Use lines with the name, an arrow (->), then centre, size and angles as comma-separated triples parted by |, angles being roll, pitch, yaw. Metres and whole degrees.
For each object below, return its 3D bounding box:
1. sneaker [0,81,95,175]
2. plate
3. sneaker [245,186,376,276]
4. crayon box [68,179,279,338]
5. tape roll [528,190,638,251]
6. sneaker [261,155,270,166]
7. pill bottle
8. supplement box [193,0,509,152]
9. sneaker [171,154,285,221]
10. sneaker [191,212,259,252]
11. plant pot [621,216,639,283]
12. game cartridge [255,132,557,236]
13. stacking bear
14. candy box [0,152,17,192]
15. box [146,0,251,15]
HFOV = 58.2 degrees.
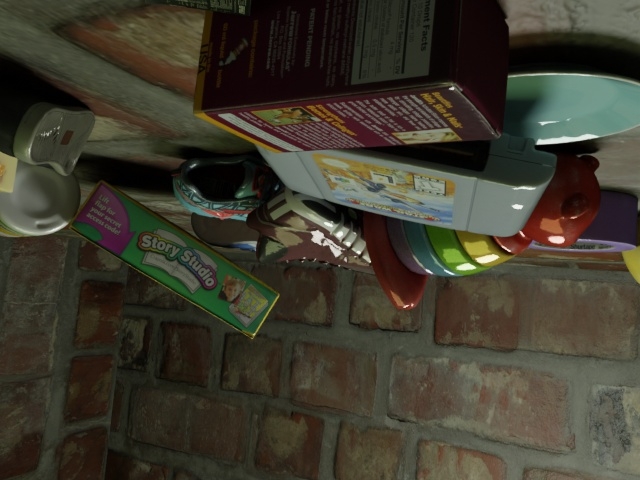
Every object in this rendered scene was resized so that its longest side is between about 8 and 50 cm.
sneaker -> -0.327, -0.134, 0.625 | 0.118, 0.083, 0.222 | 25, 178, -10
plate -> 0.189, -0.120, 0.502 | 0.188, 0.024, 0.188 | 4, 175, 0
sneaker -> 0.000, 0.000, 0.866 | 0.162, 0.106, 0.281 | -26, 141, 28
crayon box -> -0.286, 0.029, 1.113 | 0.363, 0.106, 0.313 | 34, 174, -18
tape roll -> 0.423, -0.029, 0.962 | 0.189, 0.080, 0.189 | 4, 174, 0
sneaker -> -0.038, -0.108, 0.776 | 0.083, 0.031, 0.035 | 4, 175, 9
pill bottle -> -0.528, -0.074, 1.007 | 0.136, 0.136, 0.245 | 9, 173, -41
supplement box -> 0.020, -0.115, 0.391 | 0.188, 0.081, 0.104 | 2, 173, 31
sneaker -> -0.092, -0.070, 0.862 | 0.262, 0.104, 0.125 | 4, 171, -8
sneaker -> -0.092, -0.037, 1.165 | 0.322, 0.130, 0.236 | 2, -178, -3
plant pot -> 0.606, 0.008, 1.048 | 0.095, 0.134, 0.134 | 33, 164, -21
game cartridge -> 0.078, -0.073, 0.611 | 0.297, 0.062, 0.198 | 14, 165, 15
stacking bear -> 0.213, -0.031, 0.750 | 0.289, 0.164, 0.175 | -16, -155, 43
candy box -> -0.602, -0.127, 0.764 | 0.316, 0.087, 0.183 | 4, 174, 10
box -> -0.072, -0.159, 0.329 | 0.067, 0.018, 0.083 | 5, 175, -7
